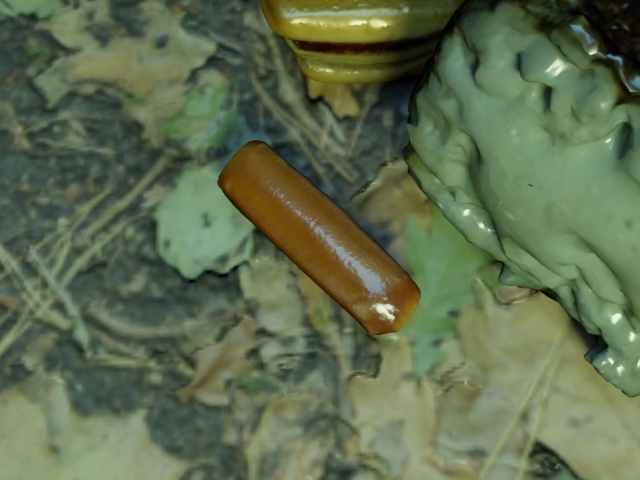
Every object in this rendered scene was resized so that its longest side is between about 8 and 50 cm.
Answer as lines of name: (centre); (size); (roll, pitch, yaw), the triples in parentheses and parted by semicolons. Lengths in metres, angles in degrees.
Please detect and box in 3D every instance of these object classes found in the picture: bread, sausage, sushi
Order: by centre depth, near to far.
sushi: (0.187, -0.030, 0.452); (0.343, 0.196, 0.182); (41, 57, 12)
sausage: (0.000, 0.000, 0.514); (0.039, 0.041, 0.131); (-43, 72, -10)
bread: (0.017, -0.188, 0.570); (0.116, 0.077, 0.200); (-9, 66, 1)
